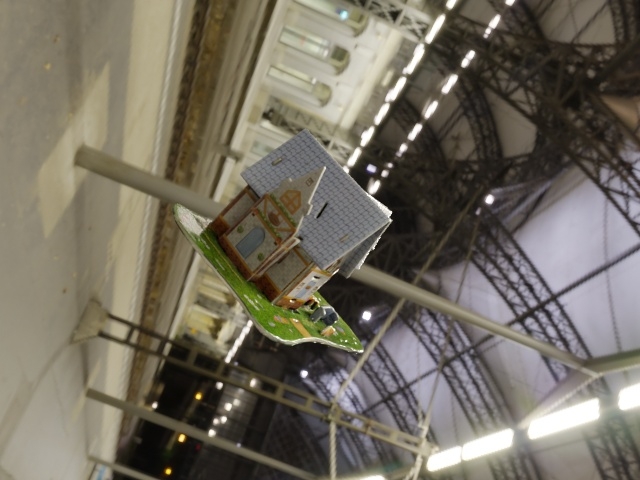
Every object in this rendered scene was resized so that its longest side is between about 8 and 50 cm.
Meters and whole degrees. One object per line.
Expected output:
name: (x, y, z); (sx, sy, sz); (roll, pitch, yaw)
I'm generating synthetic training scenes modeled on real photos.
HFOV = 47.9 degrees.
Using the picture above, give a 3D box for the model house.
model house: (0.000, 0.000, 0.462); (0.088, 0.117, 0.167); (-45, 155, 9)
